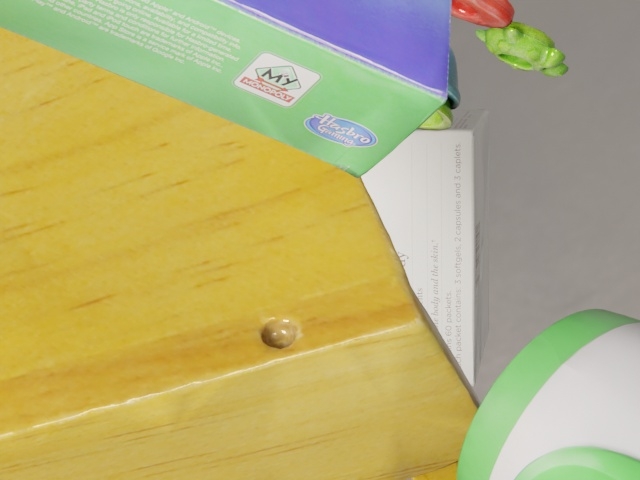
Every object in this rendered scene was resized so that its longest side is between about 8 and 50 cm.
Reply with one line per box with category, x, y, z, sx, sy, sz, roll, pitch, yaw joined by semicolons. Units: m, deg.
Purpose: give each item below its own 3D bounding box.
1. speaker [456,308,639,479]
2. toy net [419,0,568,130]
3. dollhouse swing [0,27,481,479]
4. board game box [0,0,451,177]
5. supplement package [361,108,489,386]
speaker;0.194;0.146;0.682;0.296;0.131;0.131;36;169;35
toy net;-0.003;-0.108;0.739;0.232;0.045;0.122;27;171;-40
dollhouse swing;-0.088;0.029;0.918;0.305;0.315;0.347;89;162;-49
board game box;-0.105;-0.166;0.440;0.317;0.046;0.214;21;-126;-24
supplement package;0.000;0.000;1.415;0.198;0.262;0.199;-45;-45;-78
